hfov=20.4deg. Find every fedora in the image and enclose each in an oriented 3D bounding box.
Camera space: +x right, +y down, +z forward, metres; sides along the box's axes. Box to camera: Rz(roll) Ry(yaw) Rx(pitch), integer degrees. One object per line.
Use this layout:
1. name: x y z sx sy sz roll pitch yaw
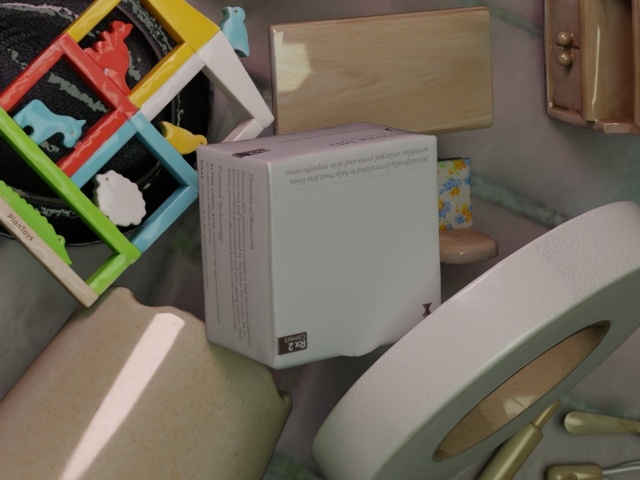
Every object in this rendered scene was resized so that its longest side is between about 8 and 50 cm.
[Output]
1. fedora: -0.257 -0.151 1.672 0.334 0.152 0.334 0 89 -12

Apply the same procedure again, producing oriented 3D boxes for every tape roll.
1. tape roll: 0.166 0.114 1.646 0.392 0.392 0.072 -34 72 -10

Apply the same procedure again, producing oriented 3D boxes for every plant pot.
1. plant pot: -0.191 0.221 1.619 0.334 0.334 0.305 33 73 -10

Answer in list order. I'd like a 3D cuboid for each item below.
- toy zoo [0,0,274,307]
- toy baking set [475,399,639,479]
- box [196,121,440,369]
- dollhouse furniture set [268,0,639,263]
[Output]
1. toy zoo: -0.175 -0.109 1.602 0.293 0.030 0.192 -47 107 -13
2. toy baking set: 0.266 0.258 1.845 0.197 0.030 0.256 35 83 -13
3. box: 0.000 0.000 1.535 0.181 0.119 0.182 -11 106 -34
4. dollhouse furniture set: 0.153 -0.159 1.671 0.394 0.256 0.362 -8 103 -19
